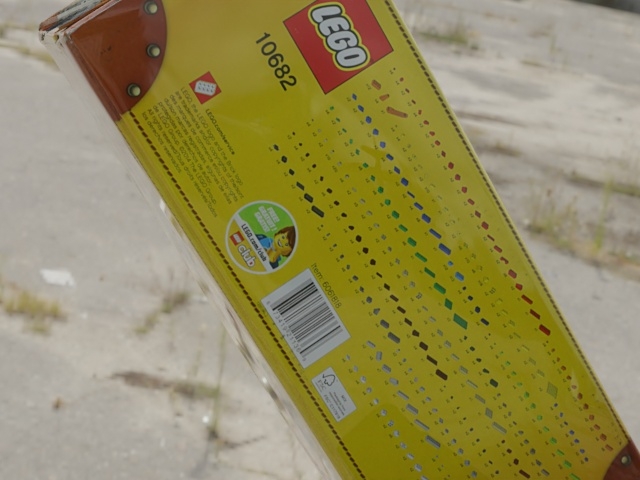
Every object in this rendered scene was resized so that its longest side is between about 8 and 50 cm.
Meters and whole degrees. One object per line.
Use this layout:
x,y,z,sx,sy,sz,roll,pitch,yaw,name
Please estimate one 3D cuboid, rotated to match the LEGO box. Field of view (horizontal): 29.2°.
0.000,0.000,0.964,0.193,0.500,0.372,-33,17,-7,LEGO box
